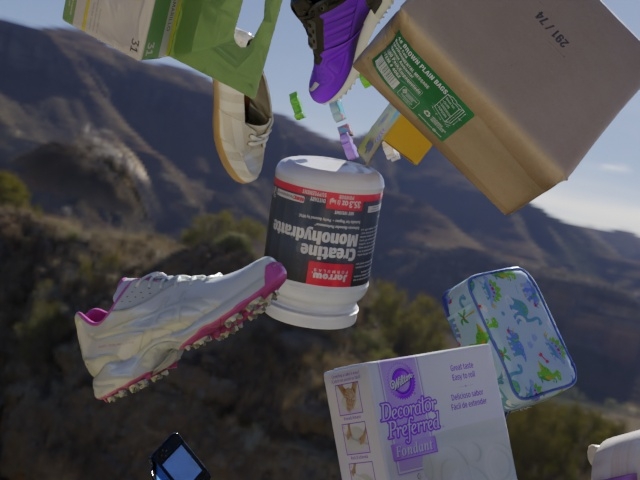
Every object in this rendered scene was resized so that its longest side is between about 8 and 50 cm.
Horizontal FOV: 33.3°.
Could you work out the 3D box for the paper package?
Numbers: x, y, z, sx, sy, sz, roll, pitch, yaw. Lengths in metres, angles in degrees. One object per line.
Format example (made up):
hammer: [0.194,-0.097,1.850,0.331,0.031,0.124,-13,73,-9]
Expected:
paper package: [0.269,-0.250,1.525,0.325,0.309,0.168,46,-32,-2]

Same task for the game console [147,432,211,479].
game console: [-0.249,0.426,1.926,0.071,0.107,0.122,-1,-52,53]

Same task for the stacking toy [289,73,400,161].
stacking toy: [0.042,-0.220,2.078,0.167,0.221,0.052,-22,-13,16]

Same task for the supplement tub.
supplement tub: [0.000,0.000,1.860,0.191,0.272,0.191,8,12,-2]

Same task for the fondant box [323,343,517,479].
fondant box: [0.149,0.317,1.432,0.238,0.330,0.096,-3,-12,-40]

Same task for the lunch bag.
lunch bag: [0.300,0.156,1.688,0.176,0.219,0.090,-10,-20,-40]

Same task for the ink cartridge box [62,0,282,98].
ink cartridge box: [-0.151,-0.263,1.094,0.235,0.171,0.056,30,28,25]

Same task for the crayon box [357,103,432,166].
crayon box: [0.192,-0.254,1.884,0.081,0.318,0.202,35,10,-10]

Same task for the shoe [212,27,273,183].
shoe: [-0.099,-0.171,1.390,0.058,0.219,0.076,12,34,30]

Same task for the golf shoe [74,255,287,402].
golf shoe: [-0.189,0.086,1.365,0.306,0.140,0.115,-31,-9,13]

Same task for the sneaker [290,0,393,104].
sneaker: [0.011,-0.354,1.728,0.146,0.293,0.102,10,42,-20]

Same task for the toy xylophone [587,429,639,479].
toy xylophone: [0.463,0.261,1.277,0.323,0.081,0.236,-4,-17,-9]

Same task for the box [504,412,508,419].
box: [0.247,0.326,1.992,0.158,0.156,0.093,31,42,5]
